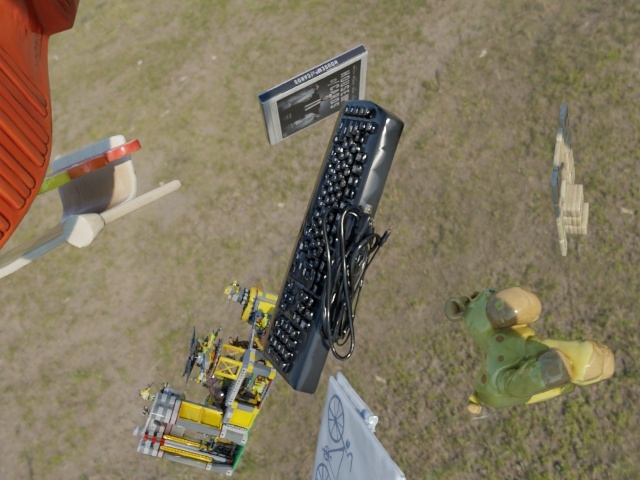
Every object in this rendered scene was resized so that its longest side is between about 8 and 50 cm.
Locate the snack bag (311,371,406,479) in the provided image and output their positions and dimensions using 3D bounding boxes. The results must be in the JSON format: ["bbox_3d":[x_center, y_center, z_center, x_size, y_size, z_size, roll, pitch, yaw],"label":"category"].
[{"bbox_3d":[0.061,0.460,1.194,0.037,0.323,0.342,4,15,-21],"label":"snack bag"}]

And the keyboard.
[{"bbox_3d":[0.000,0.000,0.421,0.100,0.038,0.192,25,100,57],"label":"keyboard"}]

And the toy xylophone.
[{"bbox_3d":[-0.284,-0.033,0.661,0.236,0.081,0.322,-18,15,15],"label":"toy xylophone"}]

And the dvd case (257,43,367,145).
[{"bbox_3d":[-0.012,-0.298,1.356,0.239,0.179,0.029,-27,73,-8],"label":"dvd case"}]

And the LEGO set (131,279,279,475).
[{"bbox_3d":[-0.195,0.220,1.096,0.255,0.192,0.331,-84,16,-51],"label":"LEGO set"}]

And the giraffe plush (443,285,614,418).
[{"bbox_3d":[0.270,0.137,0.908,0.210,0.181,0.170,-31,62,32],"label":"giraffe plush"}]

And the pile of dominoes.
[{"bbox_3d":[0.441,-0.106,1.133,0.040,0.251,0.196,3,61,26],"label":"pile of dominoes"}]

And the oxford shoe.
[{"bbox_3d":[-0.197,-0.085,0.328,0.098,0.097,0.271,0,61,5],"label":"oxford shoe"}]
